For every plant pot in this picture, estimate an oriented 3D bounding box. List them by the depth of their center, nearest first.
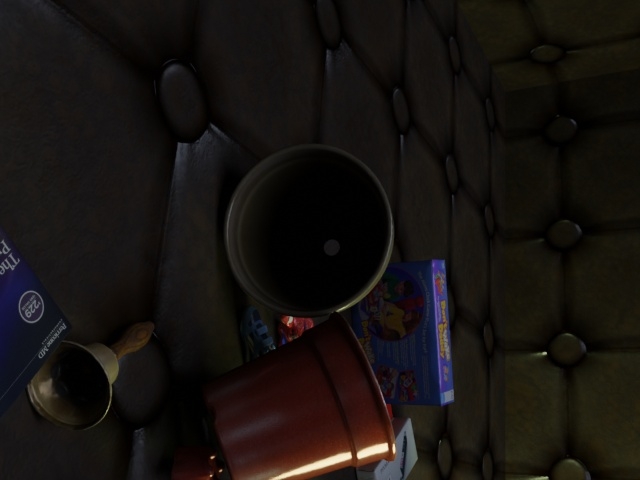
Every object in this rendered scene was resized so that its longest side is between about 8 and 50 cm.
[{"bbox_3d":[-0.048,0.294,1.293,0.272,0.265,0.272,160,-90,-79],"label":"plant pot"},{"bbox_3d":[0.000,0.000,1.522,0.280,0.323,0.323,37,51,-75],"label":"plant pot"}]

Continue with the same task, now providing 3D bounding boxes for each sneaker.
[{"bbox_3d":[-0.117,0.195,1.478,0.053,0.059,0.144,-19,101,-60],"label":"sneaker"}]

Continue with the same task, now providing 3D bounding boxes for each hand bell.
[{"bbox_3d":[-0.305,0.165,1.108,0.242,0.126,0.126,-45,126,-72],"label":"hand bell"}]

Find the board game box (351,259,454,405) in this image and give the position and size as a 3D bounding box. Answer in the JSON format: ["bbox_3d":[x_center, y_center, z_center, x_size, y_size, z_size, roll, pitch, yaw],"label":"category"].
[{"bbox_3d":[0.198,0.228,1.887,0.078,0.233,0.347,4,82,-57],"label":"board game box"}]

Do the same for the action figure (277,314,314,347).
[{"bbox_3d":[-0.031,0.266,1.593,0.139,0.091,0.280,-74,147,-51],"label":"action figure"}]

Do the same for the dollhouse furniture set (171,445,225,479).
[{"bbox_3d":[-0.252,0.431,1.126,0.374,0.152,0.201,-42,123,-78],"label":"dollhouse furniture set"}]

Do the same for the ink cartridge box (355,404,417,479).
[{"bbox_3d":[0.166,0.526,1.967,0.275,0.060,0.239,-34,116,-60],"label":"ink cartridge box"}]

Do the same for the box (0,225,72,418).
[{"bbox_3d":[-0.427,0.124,0.852,0.261,0.103,0.184,-63,142,-46],"label":"box"}]
